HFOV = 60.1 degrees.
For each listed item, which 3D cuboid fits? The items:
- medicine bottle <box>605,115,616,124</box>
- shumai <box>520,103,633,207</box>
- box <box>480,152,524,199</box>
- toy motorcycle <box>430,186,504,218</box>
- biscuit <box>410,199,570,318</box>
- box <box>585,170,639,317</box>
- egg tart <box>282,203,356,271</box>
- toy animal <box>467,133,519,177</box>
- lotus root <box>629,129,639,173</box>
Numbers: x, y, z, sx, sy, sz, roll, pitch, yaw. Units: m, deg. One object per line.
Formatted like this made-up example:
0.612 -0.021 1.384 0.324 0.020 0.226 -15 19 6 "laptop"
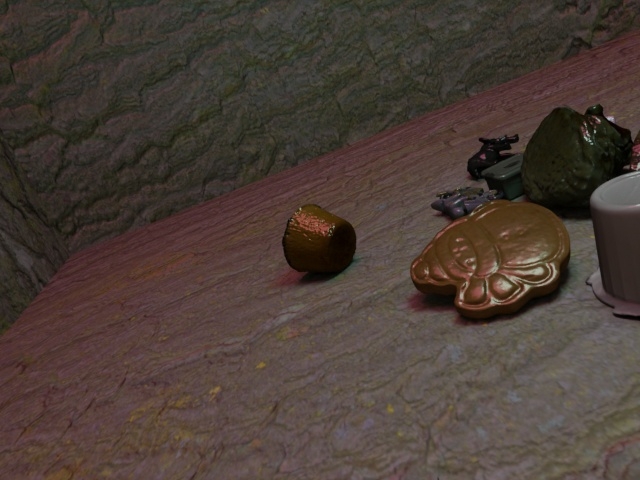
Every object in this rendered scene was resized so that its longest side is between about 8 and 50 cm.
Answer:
0.890 -0.368 1.878 0.203 0.083 0.083 -12 21 29 "medicine bottle"
0.739 -0.206 1.489 0.288 0.292 0.330 13 24 -13 "shumai"
0.598 -0.195 1.707 0.172 0.093 0.124 -25 20 -9 "box"
0.436 -0.113 1.690 0.152 0.073 0.225 -37 25 -31 "toy motorcycle"
0.382 0.035 1.241 0.351 0.057 0.312 -29 36 -1 "biscuit"
0.639 -0.016 1.020 0.291 0.206 0.262 -20 20 12 "box"
0.000 0.000 1.658 0.170 0.215 0.215 11 36 39 "egg tart"
0.611 -0.308 1.962 0.245 0.115 0.146 -33 23 -30 "toy animal"
0.846 -0.205 1.389 0.074 0.170 0.260 -3 31 49 "lotus root"
